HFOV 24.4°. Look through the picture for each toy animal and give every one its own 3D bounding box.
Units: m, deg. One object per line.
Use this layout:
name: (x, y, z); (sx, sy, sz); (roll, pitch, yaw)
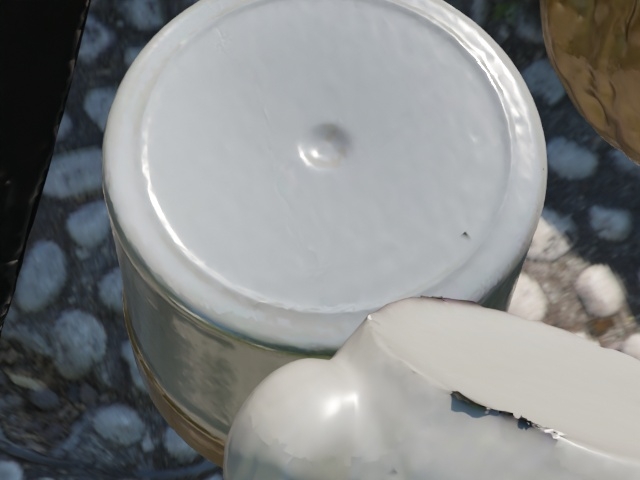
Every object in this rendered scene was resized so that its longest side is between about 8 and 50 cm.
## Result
toy animal: (0.030, 0.116, 0.421); (0.178, 0.127, 0.193); (21, 100, -26)

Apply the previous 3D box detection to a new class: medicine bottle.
medicine bottle: (0.000, 0.000, 0.859); (0.237, 0.232, 0.238); (1, 63, -2)

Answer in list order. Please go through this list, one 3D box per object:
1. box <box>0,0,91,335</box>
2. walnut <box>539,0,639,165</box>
box: (-0.209, -0.081, 0.457); (0.091, 0.350, 0.359); (-17, 51, -43)
walnut: (0.310, -0.200, 1.086); (0.332, 0.333, 0.333); (1, 80, -6)
